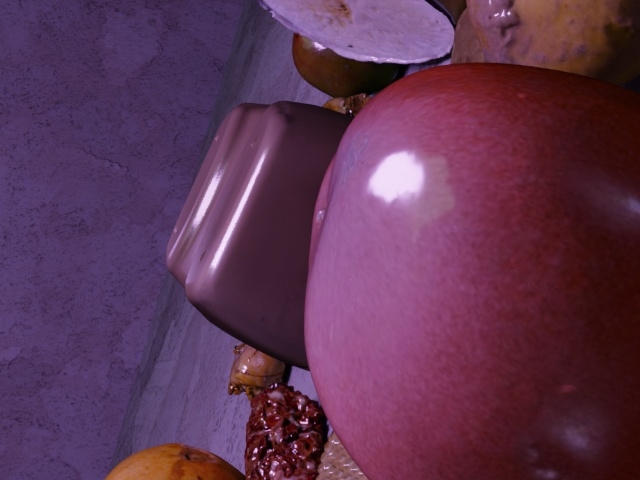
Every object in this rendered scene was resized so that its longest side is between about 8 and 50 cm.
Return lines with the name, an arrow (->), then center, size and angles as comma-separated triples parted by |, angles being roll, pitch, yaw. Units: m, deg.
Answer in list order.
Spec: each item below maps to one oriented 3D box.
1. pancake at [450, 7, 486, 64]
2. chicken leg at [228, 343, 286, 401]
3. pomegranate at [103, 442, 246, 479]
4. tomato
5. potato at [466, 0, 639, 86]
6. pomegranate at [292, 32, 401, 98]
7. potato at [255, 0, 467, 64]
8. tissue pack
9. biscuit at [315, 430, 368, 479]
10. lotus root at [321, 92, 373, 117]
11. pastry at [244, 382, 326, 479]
pancake -> 0.172, -0.153, 1.099 | 0.242, 0.050, 0.241 | 179, 90, -77
chicken leg -> -0.097, 0.188, 1.711 | 0.207, 0.085, 0.101 | -88, 10, -72
pomegranate -> -0.200, 0.405, 1.449 | 0.264, 0.264, 0.264 | -160, 90, -75
tomato -> 0.118, 0.036, 0.753 | 0.341, 0.273, 0.341 | -160, 90, -75
potato -> 0.222, -0.247, 0.898 | 0.229, 0.229, 0.266 | -158, 87, -75
pomegranate -> 0.050, -0.296, 1.662 | 0.180, 0.180, 0.210 | -70, -18, 2
potato -> 0.069, -0.374, 1.450 | 0.246, 0.300, 0.196 | 65, -137, -65
tissue pack -> 0.000, 0.000, 1.184 | 0.267, 0.277, 0.387 | -63, 14, -1
biscuit -> 0.053, 0.265, 1.062 | 0.259, 0.079, 0.259 | -160, 90, -75
lotus root -> 0.030, -0.133, 1.635 | 0.094, 0.108, 0.190 | -29, -25, -37
pastry -> -0.048, 0.276, 1.388 | 0.208, 0.097, 0.115 | -96, 20, -56
